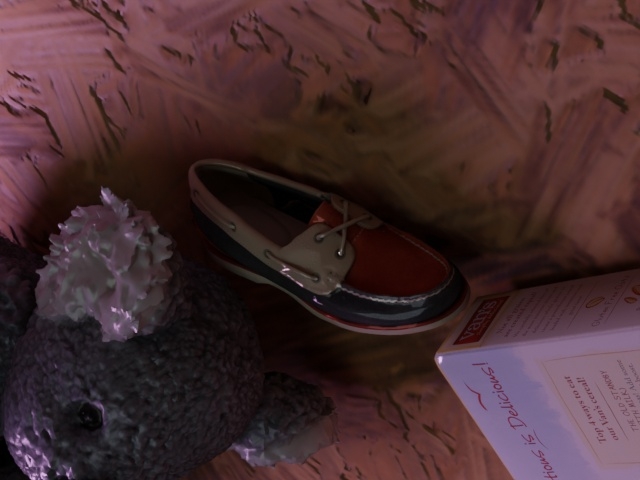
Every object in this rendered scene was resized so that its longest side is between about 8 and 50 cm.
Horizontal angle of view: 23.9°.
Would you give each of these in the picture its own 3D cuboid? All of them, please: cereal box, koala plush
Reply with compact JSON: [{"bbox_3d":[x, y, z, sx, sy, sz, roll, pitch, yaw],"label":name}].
[{"bbox_3d":[0.179,0.082,0.559,0.240,0.047,0.173,-11,120,45],"label":"cereal box"},{"bbox_3d":[-0.118,0.065,0.705,0.221,0.203,0.196,-17,130,31],"label":"koala plush"}]

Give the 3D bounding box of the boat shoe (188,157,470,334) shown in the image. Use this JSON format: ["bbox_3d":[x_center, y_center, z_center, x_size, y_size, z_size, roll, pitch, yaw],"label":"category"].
[{"bbox_3d":[0.000,0.000,0.636,0.137,0.049,0.043,20,140,34],"label":"boat shoe"}]
